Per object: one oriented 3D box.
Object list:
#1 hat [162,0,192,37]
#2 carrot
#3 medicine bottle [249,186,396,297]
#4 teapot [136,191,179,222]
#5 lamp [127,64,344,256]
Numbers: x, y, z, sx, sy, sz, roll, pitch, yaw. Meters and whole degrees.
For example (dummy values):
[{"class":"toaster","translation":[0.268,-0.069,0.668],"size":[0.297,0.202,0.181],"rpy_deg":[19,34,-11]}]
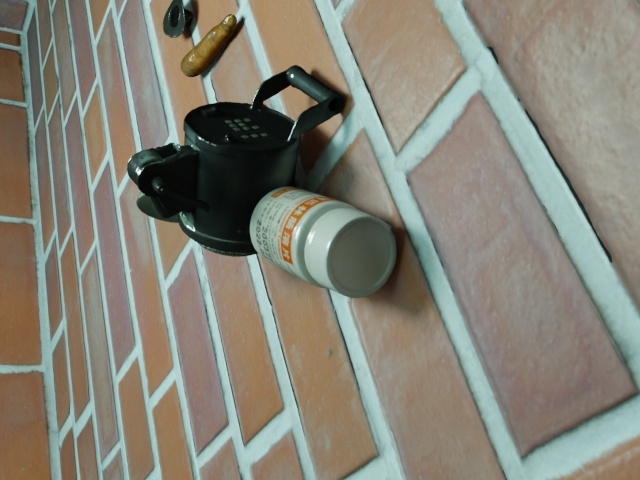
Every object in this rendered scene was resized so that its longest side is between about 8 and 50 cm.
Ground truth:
[{"class":"hat","translation":[-0.360,-0.573,1.902],"size":[0.121,0.050,0.121],"rpy_deg":[-7,81,52]},{"class":"carrot","translation":[-0.253,-0.452,1.717],"size":[0.248,0.059,0.059],"rpy_deg":[-30,60,48]},{"class":"medicine bottle","translation":[0.000,0.000,1.175],"size":[0.252,0.145,0.144],"rpy_deg":[26,107,54]},{"class":"teapot","translation":[-0.324,-0.139,1.712],"size":[0.239,0.162,0.148],"rpy_deg":[-12,61,31]},{"class":"lamp","translation":[-0.139,-0.111,1.337],"size":[0.205,0.374,0.272],"rpy_deg":[45,154,43]}]
